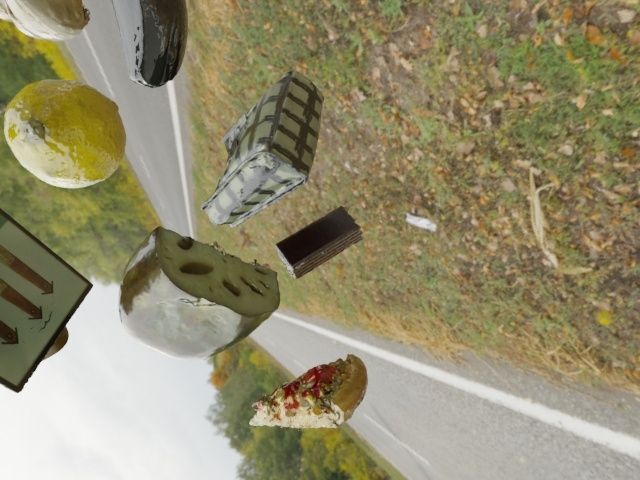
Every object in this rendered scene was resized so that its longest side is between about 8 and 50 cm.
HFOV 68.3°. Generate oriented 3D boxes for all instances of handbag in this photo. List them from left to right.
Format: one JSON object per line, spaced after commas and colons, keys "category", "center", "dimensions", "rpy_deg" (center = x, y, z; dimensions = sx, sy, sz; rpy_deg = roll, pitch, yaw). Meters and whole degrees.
{"category": "handbag", "center": [-0.152, -0.229, 1.228], "dimensions": [0.162, 0.325, 0.327], "rpy_deg": [32, 137, -28]}

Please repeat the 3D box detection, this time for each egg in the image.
{"category": "egg", "center": [-0.365, 0.065, 1.556], "dimensions": [0.140, 0.116, 0.118], "rpy_deg": [-4, 109, 25]}

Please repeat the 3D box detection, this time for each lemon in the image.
{"category": "lemon", "center": [-0.811, -0.341, 1.510], "dimensions": [0.350, 0.350, 0.387], "rpy_deg": [54, -174, -2]}

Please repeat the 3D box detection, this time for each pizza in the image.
{"category": "pizza", "center": [-0.027, 0.230, 0.710], "dimensions": [0.188, 0.199, 0.062], "rpy_deg": [-29, -84, -79]}

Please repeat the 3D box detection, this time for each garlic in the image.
{"category": "garlic", "center": [-0.608, -0.525, 0.918], "dimensions": [0.203, 0.185, 0.281], "rpy_deg": [-60, -39, -68]}

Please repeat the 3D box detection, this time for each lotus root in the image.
{"category": "lotus root", "center": [-0.255, 0.134, 0.880], "dimensions": [0.267, 0.260, 0.149], "rpy_deg": [27, -143, -38]}

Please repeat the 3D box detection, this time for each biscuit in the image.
{"category": "biscuit", "center": [0.000, 0.000, 1.360], "dimensions": [0.106, 0.252, 0.070], "rpy_deg": [50, 165, 35]}

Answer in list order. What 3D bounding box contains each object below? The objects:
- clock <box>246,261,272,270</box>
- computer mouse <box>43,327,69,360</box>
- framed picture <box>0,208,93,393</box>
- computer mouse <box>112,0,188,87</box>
{"category": "clock", "center": [-0.211, 0.125, 1.183], "dimensions": [0.166, 0.162, 0.093], "rpy_deg": [-15, 105, 41]}
{"category": "computer mouse", "center": [-0.892, 0.299, 1.365], "dimensions": [0.072, 0.310, 0.158], "rpy_deg": [-109, -2, -69]}
{"category": "framed picture", "center": [-0.566, 0.066, 0.789], "dimensions": [0.013, 0.244, 0.324], "rpy_deg": [-17, 128, 29]}
{"category": "computer mouse", "center": [-0.303, -0.417, 0.869], "dimensions": [0.086, 0.137, 0.269], "rpy_deg": [13, 124, 20]}
